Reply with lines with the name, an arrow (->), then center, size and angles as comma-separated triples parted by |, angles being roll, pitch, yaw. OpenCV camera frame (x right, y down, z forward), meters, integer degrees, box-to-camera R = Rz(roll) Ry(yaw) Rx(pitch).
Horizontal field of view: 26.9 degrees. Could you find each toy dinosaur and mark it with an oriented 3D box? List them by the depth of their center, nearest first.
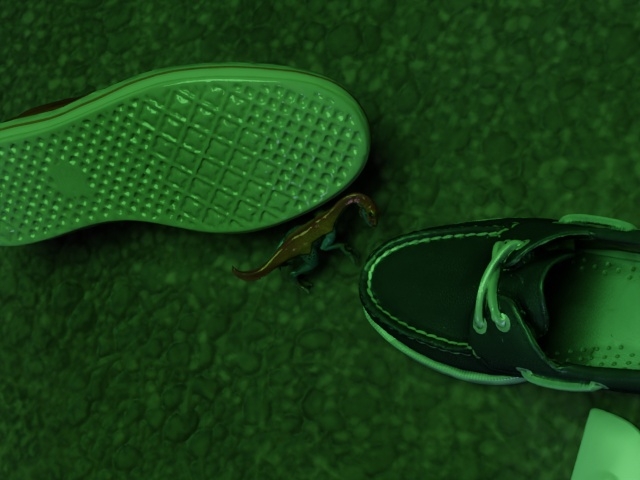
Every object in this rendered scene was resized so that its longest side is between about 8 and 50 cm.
toy dinosaur -> 0.000, 0.000, 0.888 | 0.047, 0.090, 0.082 | 51, 133, 16

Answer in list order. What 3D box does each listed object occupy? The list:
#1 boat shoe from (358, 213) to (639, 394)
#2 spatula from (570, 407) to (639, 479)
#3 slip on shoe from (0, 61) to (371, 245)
boat shoe -> 0.147, 0.033, 0.780 | 0.302, 0.091, 0.114 | 4, 75, 29
spatula -> 0.195, 0.226, 0.734 | 0.168, 0.019, 0.242 | 11, 79, 30
slip on shoe -> -0.114, -0.067, 0.944 | 0.331, 0.101, 0.123 | -8, 114, 28
